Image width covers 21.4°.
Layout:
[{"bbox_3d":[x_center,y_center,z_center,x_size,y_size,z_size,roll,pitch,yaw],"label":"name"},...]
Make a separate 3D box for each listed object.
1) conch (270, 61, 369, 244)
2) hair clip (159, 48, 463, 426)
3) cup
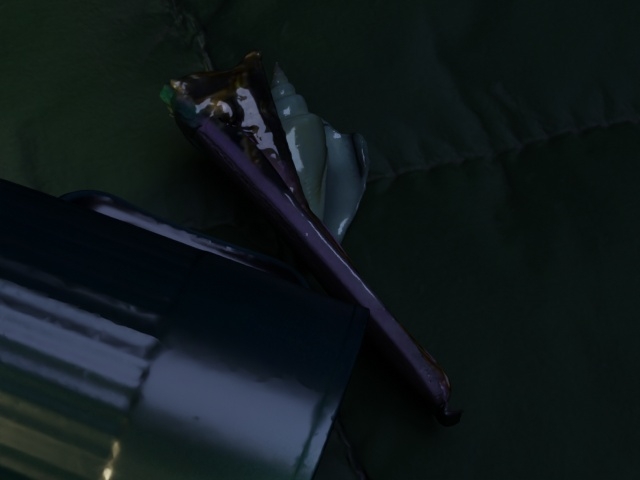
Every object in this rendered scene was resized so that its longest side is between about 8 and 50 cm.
[{"bbox_3d":[-0.011,-0.068,1.436,0.088,0.065,0.180,-8,79,-32],"label":"conch"},{"bbox_3d":[0.000,0.000,1.341,0.095,0.110,0.359,-28,81,-40],"label":"hair clip"},{"bbox_3d":[-0.133,0.083,1.219,0.292,0.242,0.308,20,62,-1],"label":"cup"}]
